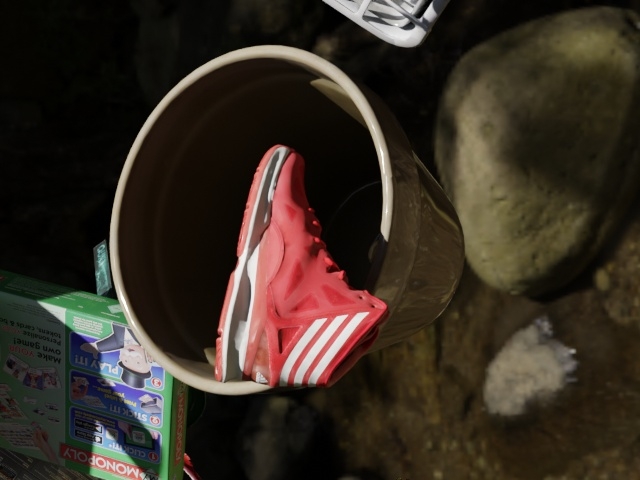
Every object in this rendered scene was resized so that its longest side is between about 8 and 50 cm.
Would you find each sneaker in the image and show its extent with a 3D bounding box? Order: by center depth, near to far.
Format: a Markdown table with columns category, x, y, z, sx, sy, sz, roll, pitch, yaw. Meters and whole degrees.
| category | x | y | z | sx | sy | sz | roll | pitch | yaw |
| --- | --- | --- | --- | --- | --- | --- | --- | --- | --- |
| sneaker | -0.006 | 0.026 | 0.912 | 0.087 | 0.128 | 0.221 | 103 | 178 | -60 |

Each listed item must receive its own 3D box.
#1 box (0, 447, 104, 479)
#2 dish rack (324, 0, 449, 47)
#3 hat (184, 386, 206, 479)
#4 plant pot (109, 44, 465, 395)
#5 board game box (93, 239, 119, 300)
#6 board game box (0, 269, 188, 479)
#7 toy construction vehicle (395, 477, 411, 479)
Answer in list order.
| category | x | y | z | sx | sy | sz | roll | pitch | yaw |
| --- | --- | --- | --- | --- | --- | --- | --- | --- | --- |
| box | -0.394 | 0.354 | 1.537 | 0.056 | 0.231 | 0.183 | -43 | 12 | 47 |
| dish rack | 0.049 | -0.382 | 1.338 | 0.072 | 0.286 | 0.333 | -56 | 1 | -17 |
| hat | -0.257 | 0.258 | 1.562 | 0.183 | 0.209 | 0.173 | -72 | -39 | -57 |
| plant pot | 0.000 | 0.000 | 1.137 | 0.323 | 0.280 | 0.323 | -7 | 77 | 32 |
| board game box | -0.246 | 0.092 | 1.485 | 0.026 | 0.126 | 0.186 | -35 | 34 | 9 |
| board game box | -0.301 | 0.151 | 1.263 | 0.046 | 0.317 | 0.213 | -52 | -27 | -59 |
| toy construction vehicle | 0.083 | 0.356 | 1.506 | 0.035 | 0.086 | 0.098 | 36 | 158 | 8 |
